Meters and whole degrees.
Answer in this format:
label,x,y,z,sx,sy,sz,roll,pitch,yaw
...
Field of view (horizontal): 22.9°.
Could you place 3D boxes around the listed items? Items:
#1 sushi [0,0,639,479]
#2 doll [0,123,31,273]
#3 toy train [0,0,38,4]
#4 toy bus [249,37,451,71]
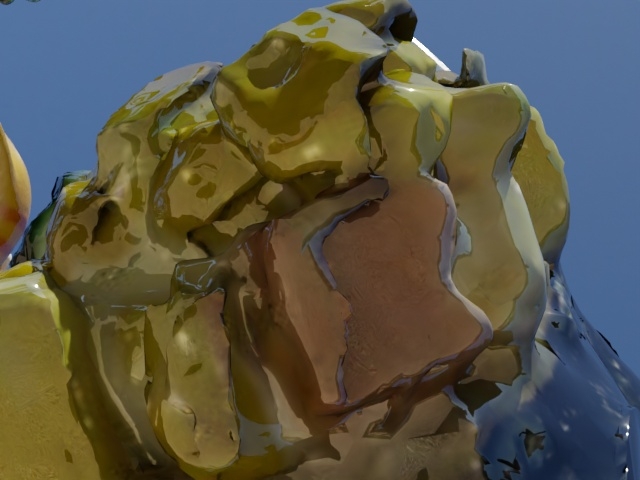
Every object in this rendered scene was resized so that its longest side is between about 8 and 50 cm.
label,x,y,z,sx,sy,sz,roll,pitch,yaw
sushi,-0.032,0.072,0.646,0.328,0.328,0.285,-21,-77,22
doll,-0.326,-0.042,1.265,0.269,0.162,0.167,19,-99,48
toy train,-0.356,-0.342,1.453,0.167,0.299,0.238,-41,-134,9
toy bus,0.000,0.000,1.251,0.162,0.194,0.323,50,-45,30
